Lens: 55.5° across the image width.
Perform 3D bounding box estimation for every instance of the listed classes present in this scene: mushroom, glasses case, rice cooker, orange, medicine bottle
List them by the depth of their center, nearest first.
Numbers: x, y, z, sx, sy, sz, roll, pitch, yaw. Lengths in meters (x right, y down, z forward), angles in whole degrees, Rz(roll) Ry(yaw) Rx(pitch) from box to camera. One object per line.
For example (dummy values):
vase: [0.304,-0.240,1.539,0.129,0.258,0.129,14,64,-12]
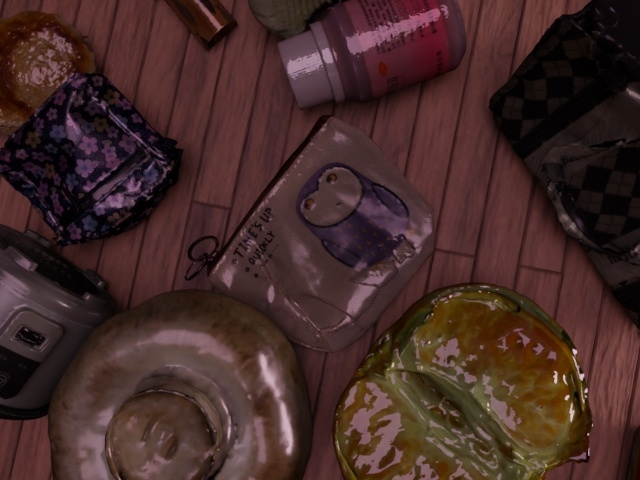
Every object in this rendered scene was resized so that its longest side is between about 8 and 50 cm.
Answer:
mushroom: [-0.176,0.239,0.783,0.352,0.260,0.352,0,89,-3]
orange: [0.171,0.210,0.791,0.262,0.196,0.334,37,94,-8]
rice cooker: [-0.429,0.115,0.823,0.227,0.241,0.280,-53,128,-4]
medicine bottle: [0.069,-0.272,0.860,0.247,0.147,0.147,-20,84,3]
glasses case: [-0.207,-0.379,0.929,0.065,0.041,0.170,-40,93,1]

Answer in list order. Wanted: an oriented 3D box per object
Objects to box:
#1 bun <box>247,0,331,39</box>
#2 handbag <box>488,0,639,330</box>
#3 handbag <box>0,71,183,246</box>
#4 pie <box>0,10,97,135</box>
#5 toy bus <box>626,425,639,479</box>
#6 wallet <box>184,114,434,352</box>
bun: [-0.016,-0.393,0.875,0.212,0.204,0.126,-10,56,-29]
handbag: [0.407,-0.080,0.731,0.180,0.317,0.416,-31,84,-5]
handbag: [-0.327,-0.111,0.883,0.229,0.127,0.208,-40,100,7]
pie: [-0.443,-0.252,0.928,0.205,0.084,0.179,-1,86,1]
toy bus: [0.456,0.374,0.791,0.121,0.120,0.265,12,86,5]
wallet: [-0.001,-0.001,0.882,0.275,0.068,0.335,39,88,8]
